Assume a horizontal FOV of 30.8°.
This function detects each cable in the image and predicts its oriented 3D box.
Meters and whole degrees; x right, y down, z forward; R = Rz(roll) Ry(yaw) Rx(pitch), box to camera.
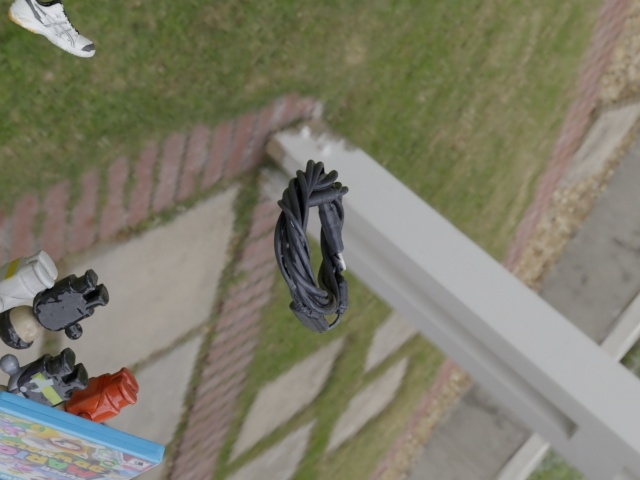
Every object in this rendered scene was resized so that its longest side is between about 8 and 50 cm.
[{"bbox_3d":[0.000,0.000,1.080,0.184,0.047,0.150,57,41,-64],"label":"cable"}]

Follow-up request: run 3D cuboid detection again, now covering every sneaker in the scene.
[{"bbox_3d":[-0.231,-0.192,1.024,0.083,0.032,0.037,27,97,-31],"label":"sneaker"}]

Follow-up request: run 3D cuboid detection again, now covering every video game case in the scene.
[{"bbox_3d":[-0.197,0.153,0.835,0.166,0.119,0.015,-36,-143,53],"label":"video game case"}]

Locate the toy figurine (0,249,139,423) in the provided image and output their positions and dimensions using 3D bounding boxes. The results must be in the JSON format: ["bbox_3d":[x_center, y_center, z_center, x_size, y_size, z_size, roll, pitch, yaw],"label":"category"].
[{"bbox_3d":[-0.338,0.132,1.387,0.148,0.213,0.209,-25,162,10],"label":"toy figurine"}]
